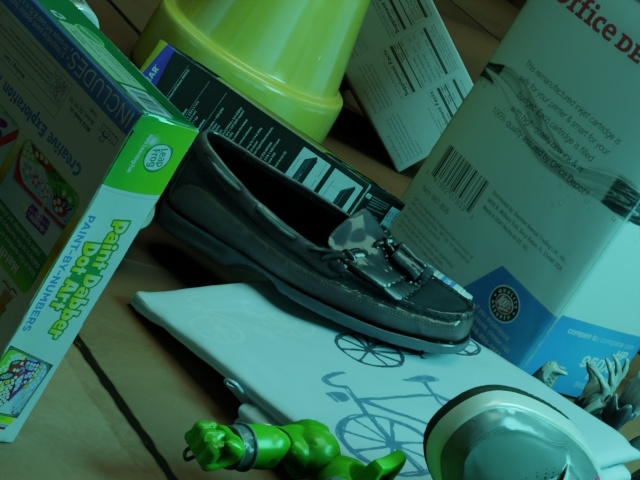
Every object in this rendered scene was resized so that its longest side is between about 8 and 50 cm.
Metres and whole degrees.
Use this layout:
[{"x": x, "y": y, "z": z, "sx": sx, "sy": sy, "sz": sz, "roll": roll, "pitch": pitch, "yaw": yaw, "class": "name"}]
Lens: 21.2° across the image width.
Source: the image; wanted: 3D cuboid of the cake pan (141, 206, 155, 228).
[{"x": -0.255, "y": -0.113, "z": 1.448, "sx": 0.293, "sy": 0.054, "sz": 0.293, "roll": 48, "pitch": 14, "yaw": -16, "class": "cake pan"}]

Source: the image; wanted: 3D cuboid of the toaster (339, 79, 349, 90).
[{"x": 0.004, "y": -0.306, "z": 2.463, "sx": 0.227, "sy": 0.129, "sz": 0.146, "roll": 30, "pitch": 15, "yaw": -4, "class": "toaster"}]

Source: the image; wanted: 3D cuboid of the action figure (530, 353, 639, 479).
[{"x": 0.257, "y": 0.170, "z": 1.552, "sx": 0.276, "sy": 0.141, "sz": 0.164, "roll": 28, "pitch": 5, "yaw": -15, "class": "action figure"}]

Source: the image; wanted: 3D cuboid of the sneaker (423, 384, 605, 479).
[{"x": 0.184, "y": 0.239, "z": 1.184, "sx": 0.295, "sy": 0.124, "sz": 0.178, "roll": 49, "pitch": 5, "yaw": -35, "class": "sneaker"}]

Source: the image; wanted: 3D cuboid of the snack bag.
[{"x": 0.046, "y": 0.119, "z": 1.401, "sx": 0.342, "sy": 0.037, "sz": 0.323, "roll": 34, "pitch": 25, "yaw": 35, "class": "snack bag"}]

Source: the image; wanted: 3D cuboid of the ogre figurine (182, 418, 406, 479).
[{"x": 0.008, "y": 0.188, "z": 1.141, "sx": 0.197, "sy": 0.097, "sz": 0.118, "roll": 28, "pitch": 25, "yaw": 25, "class": "ogre figurine"}]

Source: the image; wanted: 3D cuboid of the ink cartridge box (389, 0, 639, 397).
[{"x": 0.283, "y": -0.072, "z": 1.834, "sx": 0.166, "sy": 0.395, "sz": 0.285, "roll": 16, "pitch": 23, "yaw": -41, "class": "ink cartridge box"}]

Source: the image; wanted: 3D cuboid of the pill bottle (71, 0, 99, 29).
[{"x": -0.295, "y": -0.255, "z": 1.892, "sx": 0.067, "sy": 0.067, "sz": 0.120, "roll": 19, "pitch": 22, "yaw": -38, "class": "pill bottle"}]

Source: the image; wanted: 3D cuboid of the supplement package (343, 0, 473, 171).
[{"x": 0.087, "y": -0.263, "z": 2.269, "sx": 0.262, "sy": 0.145, "sz": 0.204, "roll": 61, "pitch": 2, "yaw": -29, "class": "supplement package"}]

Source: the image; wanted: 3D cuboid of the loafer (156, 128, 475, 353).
[{"x": 0.000, "y": 0.000, "z": 1.474, "sx": 0.302, "sy": 0.095, "sz": 0.109, "roll": 25, "pitch": 21, "yaw": 15, "class": "loafer"}]

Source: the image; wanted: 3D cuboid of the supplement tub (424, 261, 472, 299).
[{"x": 0.090, "y": 0.053, "z": 1.703, "sx": 0.107, "sy": 0.071, "sz": 0.071, "roll": 34, "pitch": 17, "yaw": 8, "class": "supplement tub"}]

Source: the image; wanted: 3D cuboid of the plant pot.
[{"x": -0.059, "y": -0.258, "z": 2.027, "sx": 0.254, "sy": 0.239, "sz": 0.254, "roll": 29, "pitch": 18, "yaw": -10, "class": "plant pot"}]

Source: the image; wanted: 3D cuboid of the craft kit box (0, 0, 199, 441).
[{"x": -0.218, "y": -0.041, "z": 1.118, "sx": 0.061, "sy": 0.246, "sz": 0.250, "roll": 17, "pitch": 23, "yaw": -49, "class": "craft kit box"}]

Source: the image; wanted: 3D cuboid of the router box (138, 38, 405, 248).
[{"x": -0.049, "y": -0.081, "z": 1.700, "sx": 0.243, "sy": 0.081, "sz": 0.309, "roll": 35, "pitch": 3, "yaw": 8, "class": "router box"}]
